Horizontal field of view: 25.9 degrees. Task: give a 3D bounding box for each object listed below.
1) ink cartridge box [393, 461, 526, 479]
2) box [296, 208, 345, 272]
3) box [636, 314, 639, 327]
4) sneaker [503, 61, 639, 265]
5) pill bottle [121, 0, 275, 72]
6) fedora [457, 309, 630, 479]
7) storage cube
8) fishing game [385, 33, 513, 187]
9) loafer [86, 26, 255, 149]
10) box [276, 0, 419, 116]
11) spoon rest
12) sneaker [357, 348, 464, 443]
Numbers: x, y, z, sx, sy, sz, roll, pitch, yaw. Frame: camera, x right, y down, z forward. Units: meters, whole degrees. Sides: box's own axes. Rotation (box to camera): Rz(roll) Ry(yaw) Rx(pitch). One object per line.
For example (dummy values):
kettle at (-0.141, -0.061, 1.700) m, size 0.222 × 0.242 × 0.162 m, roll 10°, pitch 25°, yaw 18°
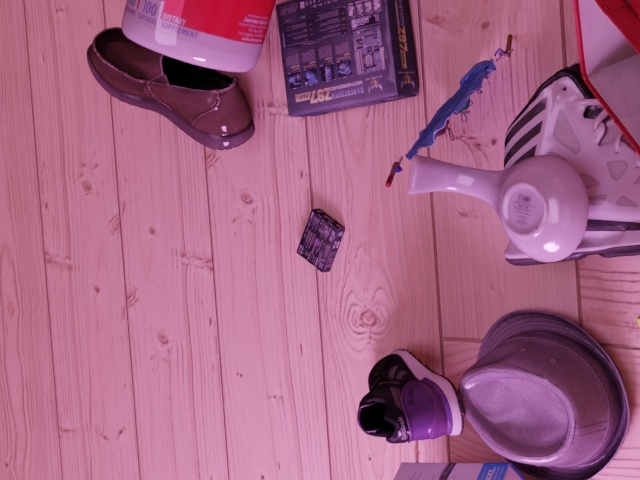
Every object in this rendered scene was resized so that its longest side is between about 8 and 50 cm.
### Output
ink cartridge box at (0.215, 0.391, 2.006) m, size 0.203 × 0.148 × 0.086 m, roll -6°, pitch 46°, yaw 43°
box at (0.000, 0.000, 2.256) m, size 0.067 × 0.018 × 0.083 m, roll 37°, pitch 118°, yaw 34°
box at (0.502, 0.125, 1.762) m, size 0.178 × 0.042 × 0.109 m, roll -13°, pitch 108°, yaw 43°
sneaker at (0.398, -0.113, 1.765) m, size 0.447 × 0.169 × 0.258 m, roll -8°, pitch 91°, yaw 46°
pill bottle at (-0.156, -0.489, 2.190) m, size 0.229 × 0.229 × 0.408 m, roll 28°, pitch 107°, yaw 38°
fedora at (0.289, 0.226, 1.939) m, size 0.275 × 0.124 × 0.244 m, roll 26°, pitch 112°, yaw 38°
storage cube at (0.426, -0.237, 1.638) m, size 0.215 × 0.193 × 0.184 m, roll 69°, pitch 176°, yaw -49°
fishing game at (0.189, -0.178, 1.968) m, size 0.041 × 0.189 × 0.264 m, roll 40°, pitch 106°, yaw -5°
loafer at (-0.251, -0.290, 2.369) m, size 0.366 × 0.134 × 0.130 m, roll 29°, pitch 137°, yaw 27°
box at (0.039, -0.297, 2.156) m, size 0.232 × 0.059 × 0.184 m, roll -8°, pitch 89°, yaw 43°
spoon rest at (0.242, -0.059, 1.831) m, size 0.276 × 0.084 × 0.137 m, roll 21°, pitch 108°, yaw 43°
sneaker at (0.099, 0.232, 2.053) m, size 0.283 × 0.124 × 0.107 m, roll -170°, pitch 67°, yaw -73°
